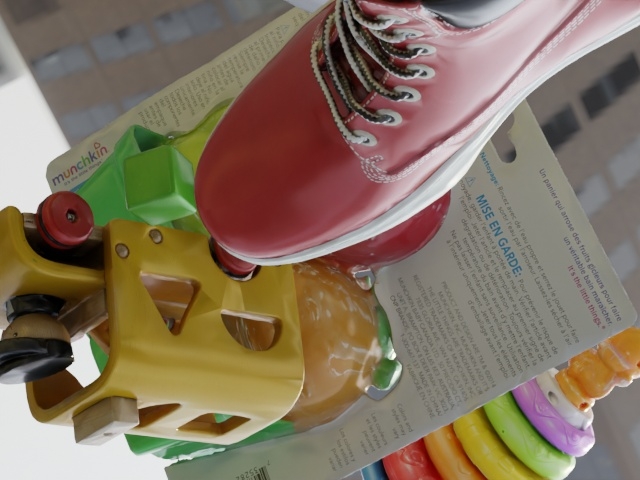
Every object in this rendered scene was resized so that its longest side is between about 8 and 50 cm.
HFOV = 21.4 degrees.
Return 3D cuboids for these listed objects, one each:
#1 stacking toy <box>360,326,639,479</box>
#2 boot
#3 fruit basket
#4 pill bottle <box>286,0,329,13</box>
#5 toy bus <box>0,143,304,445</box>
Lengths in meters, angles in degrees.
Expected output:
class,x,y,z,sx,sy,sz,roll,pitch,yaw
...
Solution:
class,x,y,z,sx,sy,sz,roll,pitch,yaw
stacking toy,0.189,0.176,1.572,0.302,0.175,0.166,-43,-146,19
boot,0.014,-0.066,0.575,0.244,0.088,0.176,-36,167,29
fruit basket,0.000,0.000,1.200,0.353,0.327,0.165,-29,161,10
pill bottle,0.060,-0.310,1.058,0.188,0.188,0.334,-13,-133,39
toy bus,-0.106,0.048,0.843,0.202,0.104,0.191,-10,156,4
